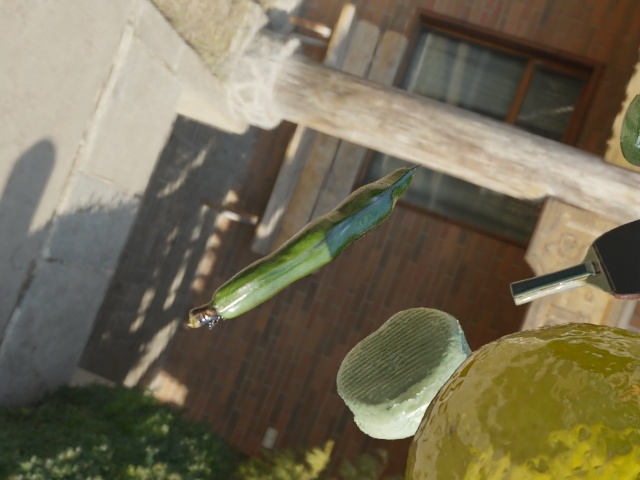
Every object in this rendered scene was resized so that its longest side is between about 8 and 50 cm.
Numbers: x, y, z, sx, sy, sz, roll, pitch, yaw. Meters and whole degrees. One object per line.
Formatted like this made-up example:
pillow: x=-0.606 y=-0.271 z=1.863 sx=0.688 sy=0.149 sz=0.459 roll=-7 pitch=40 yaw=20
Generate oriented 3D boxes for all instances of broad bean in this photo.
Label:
broad bean: x=0.001 y=0.000 z=0.833 sx=0.297 sy=0.043 sz=0.060 roll=-34 pitch=-176 yaw=-31

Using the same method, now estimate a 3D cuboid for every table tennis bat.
table tennis bat: x=0.408 y=0.032 z=1.198 sx=0.173 sy=0.301 sz=0.022 roll=-86 pitch=154 yaw=-58

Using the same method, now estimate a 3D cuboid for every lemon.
lemon: x=0.191 y=0.190 z=0.584 sx=0.245 sy=0.320 sz=0.245 roll=-19 pitch=127 yaw=-28

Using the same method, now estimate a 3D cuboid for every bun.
bun: x=0.138 y=0.205 z=1.331 sx=0.108 sy=0.221 sz=0.221 roll=54 pitch=47 yaw=-30

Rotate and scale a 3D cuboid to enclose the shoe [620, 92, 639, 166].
shoe: x=0.547 y=-0.172 z=1.205 sx=0.128 sy=0.262 sz=0.140 roll=-127 pitch=-152 yaw=-69
